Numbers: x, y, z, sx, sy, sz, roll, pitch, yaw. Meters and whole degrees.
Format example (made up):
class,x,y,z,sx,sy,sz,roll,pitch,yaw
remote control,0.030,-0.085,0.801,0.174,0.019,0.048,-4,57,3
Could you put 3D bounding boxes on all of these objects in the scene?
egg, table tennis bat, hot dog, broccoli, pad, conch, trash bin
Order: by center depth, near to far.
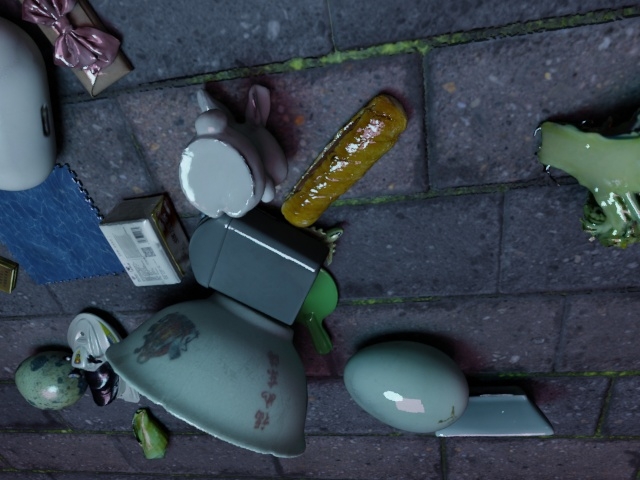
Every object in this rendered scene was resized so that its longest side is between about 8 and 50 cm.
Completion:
class,x,y,z,sx,sy,sz,roll,pitch,yaw
broccoli,0.478,-0.118,0.695,0.180,0.273,0.242,-18,125,-35
hot dog,0.033,-0.118,0.791,0.087,0.061,0.286,24,129,-24
trash bin,-0.121,0.033,0.875,0.236,0.101,0.177,27,121,2
pad,-0.556,-0.020,0.981,0.269,0.012,0.270,-10,125,16
egg,0.179,0.304,1.008,0.264,0.183,0.183,11,128,7
table tennis bat,-0.029,0.144,1.013,0.160,0.039,0.257,-12,119,16
egg,-0.676,0.348,1.195,0.181,0.141,0.141,15,128,7
conch,-0.494,0.569,1.379,0.095,0.079,0.201,-8,109,30

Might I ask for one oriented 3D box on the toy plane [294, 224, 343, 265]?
class,x,y,z,sx,sy,sz,roll,pitch,yaw
toy plane,0.000,0.000,0.894,0.111,0.040,0.102,-31,119,29

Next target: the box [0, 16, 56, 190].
class,x,y,z,sx,sy,sz,roll,pitch,yaw
box,-0.604,-0.232,0.747,0.349,0.141,0.289,14,129,-2

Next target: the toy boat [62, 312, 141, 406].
class,x,y,z,sx,sy,sz,roll,pitch,yaw
toy boat,-0.532,0.300,1.146,0.140,0.141,0.269,-2,132,10

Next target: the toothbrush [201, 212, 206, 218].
class,x,y,z,sx,sy,sz,roll,pitch,yaw
toothbrush,-0.194,-0.100,0.865,0.011,0.014,0.167,33,127,5

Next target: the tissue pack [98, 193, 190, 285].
class,x,y,z,sx,sy,sz,roll,pitch,yaw
tissue pack,-0.324,0.001,0.906,0.106,0.099,0.149,-5,126,15

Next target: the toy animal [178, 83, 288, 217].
class,x,y,z,sx,sy,sz,roll,pitch,yaw
toy animal,-0.131,-0.133,0.719,0.127,0.193,0.179,-7,123,17

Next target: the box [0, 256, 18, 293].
class,x,y,z,sx,sy,sz,roll,pitch,yaw
box,-0.749,0.060,1.064,0.133,0.023,0.090,25,125,-10

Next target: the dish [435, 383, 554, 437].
class,x,y,z,sx,sy,sz,roll,pitch,yaw
dish,0.377,0.374,1.076,0.243,0.182,0.080,-7,87,12

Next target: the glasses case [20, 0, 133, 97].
class,x,y,z,sx,sy,sz,roll,pitch,yaw
glasses case,-0.362,-0.312,0.695,0.102,0.070,0.193,-19,122,19

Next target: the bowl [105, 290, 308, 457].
class,x,y,z,sx,sy,sz,roll,pitch,yaw
bowl,-0.176,0.225,0.953,0.434,0.435,0.196,29,82,-14
